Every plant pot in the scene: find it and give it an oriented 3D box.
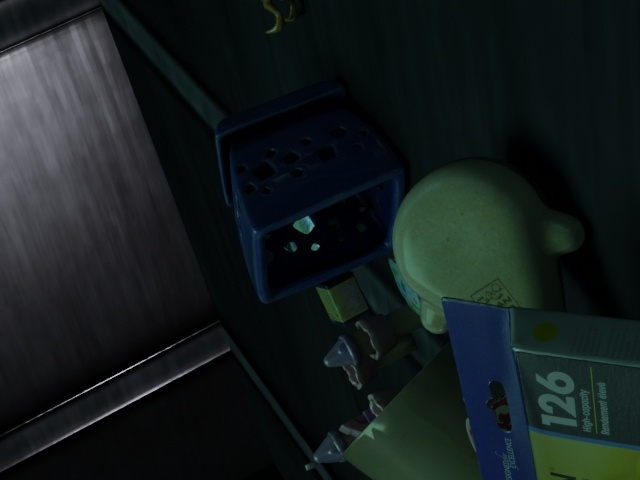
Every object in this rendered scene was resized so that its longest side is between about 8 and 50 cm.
[{"bbox_3d":[-0.027,-0.080,1.820,0.236,0.235,0.212,88,157,-63],"label":"plant pot"},{"bbox_3d":[0.213,0.291,1.673,0.274,0.256,0.256,44,164,8],"label":"plant pot"}]

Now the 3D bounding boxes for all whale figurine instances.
[{"bbox_3d":[0.202,0.034,1.362,0.272,0.216,0.141,53,-151,1],"label":"whale figurine"}]

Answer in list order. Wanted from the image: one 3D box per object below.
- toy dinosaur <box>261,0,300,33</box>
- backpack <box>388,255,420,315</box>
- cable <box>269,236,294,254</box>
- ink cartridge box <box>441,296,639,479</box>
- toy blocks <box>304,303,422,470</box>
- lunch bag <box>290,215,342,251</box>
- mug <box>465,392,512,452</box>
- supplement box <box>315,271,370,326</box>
[{"bbox_3d":[-0.063,-0.354,1.772,0.211,0.064,0.112,37,150,61],"label":"toy dinosaur"},{"bbox_3d":[0.152,0.054,1.707,0.114,0.084,0.105,34,151,58],"label":"backpack"},{"bbox_3d":[-0.062,0.005,2.523,0.184,0.047,0.151,-132,25,-55],"label":"cable"},{"bbox_3d":[0.274,0.196,1.199,0.307,0.072,0.304,4,134,24],"label":"ink cartridge box"},{"bbox_3d":[0.109,0.290,1.948,0.309,0.260,0.288,59,166,14],"label":"toy blocks"},{"bbox_3d":[0.000,0.000,2.150,0.129,0.096,0.151,63,176,2],"label":"lunch bag"},{"bbox_3d":[0.262,0.212,1.416,0.113,0.169,0.150,44,157,51],"label":"mug"},{"bbox_3d":[0.039,0.105,2.288,0.083,0.056,0.083,65,166,-8],"label":"supplement box"}]
